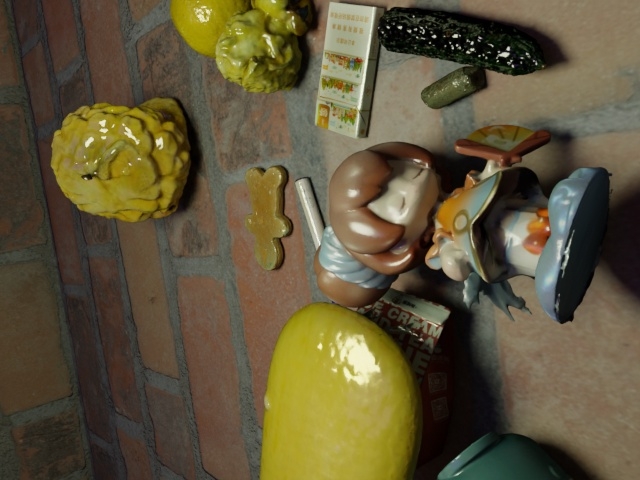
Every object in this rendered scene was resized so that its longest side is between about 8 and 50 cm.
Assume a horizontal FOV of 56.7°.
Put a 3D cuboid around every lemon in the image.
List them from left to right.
[{"bbox_3d":[-0.219,-0.473,1.224,0.203,0.178,0.178,53,134,29],"label":"lemon"}]

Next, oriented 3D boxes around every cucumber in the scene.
[{"bbox_3d":[0.201,-0.288,0.859,0.300,0.072,0.072,30,121,42],"label":"cucumber"}]

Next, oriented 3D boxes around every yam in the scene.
[{"bbox_3d":[0.199,-0.230,0.896,0.094,0.043,0.043,-21,83,51],"label":"yam"}]

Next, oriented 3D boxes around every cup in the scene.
[{"bbox_3d":[0.284,0.433,0.848,0.258,0.219,0.290,52,165,29],"label":"cup"}]

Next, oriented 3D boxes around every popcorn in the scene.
[{"bbox_3d":[-0.490,-0.228,1.520,0.349,0.348,0.382,-54,21,42],"label":"popcorn"},{"bbox_3d":[-0.112,-0.382,1.127,0.173,0.168,0.195,-129,49,-58],"label":"popcorn"}]

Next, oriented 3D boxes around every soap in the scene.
[{"bbox_3d":[0.019,0.311,0.949,0.306,0.115,0.428,25,110,43],"label":"soap"}]

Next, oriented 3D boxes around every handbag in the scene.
[{"bbox_3d":[0.139,0.228,1.009,0.171,0.151,0.298,24,111,41],"label":"handbag"}]

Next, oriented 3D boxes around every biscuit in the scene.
[{"bbox_3d":[-0.118,-0.049,1.320,0.153,0.030,0.235,8,105,49],"label":"biscuit"}]

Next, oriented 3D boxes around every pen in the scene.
[{"bbox_3d":[0.000,0.000,1.192,0.033,0.033,0.269,-26,79,49],"label":"pen"}]

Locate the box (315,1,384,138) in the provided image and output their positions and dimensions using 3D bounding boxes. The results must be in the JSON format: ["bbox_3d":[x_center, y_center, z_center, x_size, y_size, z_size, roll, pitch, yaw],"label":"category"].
[{"bbox_3d":[0.047,-0.304,1.061,0.122,0.032,0.221,28,119,42],"label":"box"}]

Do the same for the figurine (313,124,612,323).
[{"bbox_3d":[0.171,-0.027,0.814,0.387,0.277,0.248,15,153,34],"label":"figurine"}]
